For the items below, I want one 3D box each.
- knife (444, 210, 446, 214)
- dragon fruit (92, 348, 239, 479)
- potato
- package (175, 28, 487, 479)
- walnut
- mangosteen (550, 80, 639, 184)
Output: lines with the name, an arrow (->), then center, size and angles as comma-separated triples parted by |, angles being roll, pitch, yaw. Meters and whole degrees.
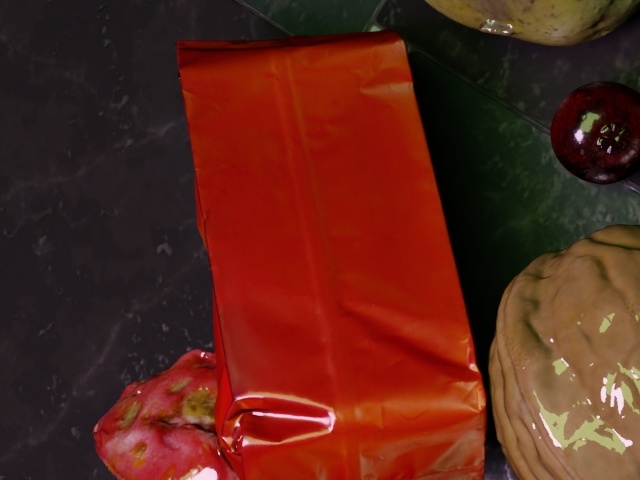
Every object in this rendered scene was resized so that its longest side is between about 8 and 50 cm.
knife -> 0.096, -0.020, 1.364 | 0.014, 0.005, 0.091 | -24, 72, 25
dragon fruit -> -0.063, 0.144, 1.357 | 0.262, 0.134, 0.212 | 30, 88, 29
potato -> 0.152, -0.250, 1.290 | 0.197, 0.148, 0.228 | -49, 66, 30
package -> 0.000, 0.001, 1.278 | 0.195, 0.123, 0.424 | -8, 65, -3
walnut -> 0.218, 0.100, 1.171 | 0.228, 0.228, 0.228 | -4, 81, 28
mangosteen -> 0.215, -0.082, 1.274 | 0.081, 0.081, 0.081 | -4, 81, 28
